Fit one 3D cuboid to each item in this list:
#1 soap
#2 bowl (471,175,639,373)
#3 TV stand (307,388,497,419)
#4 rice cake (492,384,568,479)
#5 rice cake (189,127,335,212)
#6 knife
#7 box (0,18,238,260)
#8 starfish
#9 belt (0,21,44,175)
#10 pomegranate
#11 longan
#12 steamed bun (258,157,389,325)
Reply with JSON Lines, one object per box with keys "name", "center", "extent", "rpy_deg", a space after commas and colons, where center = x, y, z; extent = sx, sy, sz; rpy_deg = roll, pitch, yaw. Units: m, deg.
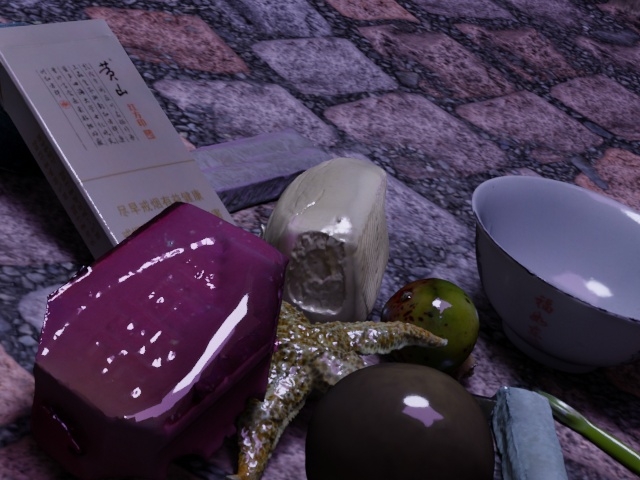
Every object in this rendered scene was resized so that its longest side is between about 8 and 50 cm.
{"name": "soap", "center": [-0.164, 0.107, 1.688], "extent": [0.220, 0.127, 0.325], "rpy_deg": [25, 46, 26]}
{"name": "bowl", "center": [0.326, 0.067, 2.159], "extent": [0.345, 0.157, 0.345], "rpy_deg": [18, 27, -9]}
{"name": "TV stand", "center": [0.086, 0.174, 1.924], "extent": [0.249, 0.036, 0.042], "rpy_deg": [11, 29, -19]}
{"name": "rice cake", "center": [0.234, 0.262, 1.841], "extent": [0.066, 0.063, 0.336], "rpy_deg": [20, 27, -9]}
{"name": "rice cake", "center": [-0.096, -0.095, 2.272], "extent": [0.106, 0.050, 0.298], "rpy_deg": [36, 31, 28]}
{"name": "knife", "center": [0.325, 0.229, 2.013], "extent": [0.184, 0.022, 0.026], "rpy_deg": [34, 4, 25]}
{"name": "box", "center": [-0.256, -0.111, 2.045], "extent": [0.204, 0.051, 0.365], "rpy_deg": [-15, 67, -49]}
{"name": "starfish", "center": [-0.018, 0.122, 1.843], "extent": [0.357, 0.078, 0.347], "rpy_deg": [-18, 41, -33]}
{"name": "belt", "center": [-0.375, -0.185, 2.165], "extent": [0.206, 0.116, 0.267], "rpy_deg": [36, 29, 2]}
{"name": "pomegranate", "center": [0.130, 0.109, 2.000], "extent": [0.130, 0.130, 0.130], "rpy_deg": [17, 27, -9]}
{"name": "longan", "center": [0.079, 0.220, 1.654], "extent": [0.196, 0.220, 0.197], "rpy_deg": [-10, 45, 10]}
{"name": "steamed bun", "center": [0.000, 0.000, 2.056], "extent": [0.152, 0.170, 0.239], "rpy_deg": [5, 27, 8]}
